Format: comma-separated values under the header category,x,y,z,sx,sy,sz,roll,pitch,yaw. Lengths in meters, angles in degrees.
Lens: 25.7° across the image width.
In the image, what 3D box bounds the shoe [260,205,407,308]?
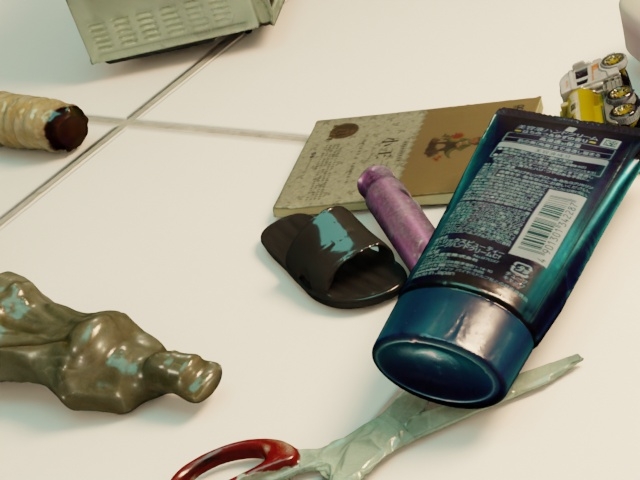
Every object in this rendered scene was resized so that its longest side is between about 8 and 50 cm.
category,x,y,z,sx,sy,sz,roll,pitch,yaw
shoe,0.000,0.000,1.011,0.062,0.053,0.159,-27,28,-20

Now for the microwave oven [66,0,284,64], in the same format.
category,x,y,z,sx,sy,sz,roll,pitch,yaw
microwave oven,-0.138,-0.331,1.492,0.237,0.181,0.295,-11,31,16

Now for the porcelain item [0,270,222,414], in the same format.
category,x,y,z,sx,sy,sz,roll,pitch,yaw
porcelain item,-0.162,0.080,0.964,0.215,0.069,0.081,12,37,33

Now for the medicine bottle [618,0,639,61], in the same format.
category,x,y,z,sx,sy,sz,roll,pitch,yaw
medicine bottle,0.315,-0.145,1.045,0.115,0.078,0.219,-18,30,-4

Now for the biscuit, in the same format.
category,x,y,z,sx,sy,sz,roll,pitch,yaw
biscuit,-0.316,-0.118,1.368,0.219,0.055,0.061,10,51,40

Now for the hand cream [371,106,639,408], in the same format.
category,x,y,z,sx,sy,sz,roll,pitch,yaw
hand cream,0.125,-0.006,0.901,0.120,0.061,0.270,10,44,25

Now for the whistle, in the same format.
category,x,y,z,sx,sy,sz,roll,pitch,yaw
whistle,0.066,-0.003,0.983,0.033,0.033,0.176,-22,36,-6

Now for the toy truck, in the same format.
category,x,y,z,sx,sy,sz,roll,pitch,yaw
toy truck,0.208,-0.089,1.040,0.062,0.052,0.123,-16,31,16

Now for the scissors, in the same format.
category,x,y,z,sx,sy,sz,roll,pitch,yaw
scissors,0.038,0.117,0.836,0.247,0.017,0.144,-29,33,-21

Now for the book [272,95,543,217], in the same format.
category,x,y,z,sx,sy,sz,roll,pitch,yaw
book,0.070,-0.067,1.113,0.198,0.016,0.138,-5,33,22
